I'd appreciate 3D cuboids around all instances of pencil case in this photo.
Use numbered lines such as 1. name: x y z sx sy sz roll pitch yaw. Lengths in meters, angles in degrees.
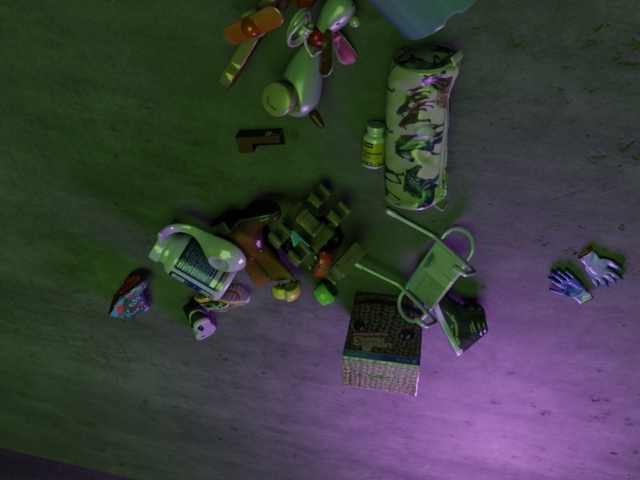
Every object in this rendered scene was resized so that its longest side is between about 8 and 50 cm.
1. pencil case: 0.252 -0.275 1.371 0.184 0.160 0.410 16 130 23

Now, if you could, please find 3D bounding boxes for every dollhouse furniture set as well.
1. dollhouse furniture set: 0.000 0.000 1.604 0.242 0.212 0.161 43 167 3

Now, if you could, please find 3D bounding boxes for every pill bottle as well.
1. pill bottle: 0.145 -0.256 1.475 0.065 0.065 0.116 7 127 8
2. pill bottle: -0.413 0.070 1.801 0.265 0.153 0.153 33 127 -12

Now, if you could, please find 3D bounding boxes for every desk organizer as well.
1. desk organizer: -0.168 -0.279 1.545 0.130 0.047 0.050 0 129 14

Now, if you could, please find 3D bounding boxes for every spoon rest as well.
1. spoon rest: -0.356 0.016 1.695 0.276 0.084 0.137 22 142 -3

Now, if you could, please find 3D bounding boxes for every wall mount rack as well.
1. wall mount rack: 0.278 0.078 1.638 0.304 0.130 0.350 44 117 28

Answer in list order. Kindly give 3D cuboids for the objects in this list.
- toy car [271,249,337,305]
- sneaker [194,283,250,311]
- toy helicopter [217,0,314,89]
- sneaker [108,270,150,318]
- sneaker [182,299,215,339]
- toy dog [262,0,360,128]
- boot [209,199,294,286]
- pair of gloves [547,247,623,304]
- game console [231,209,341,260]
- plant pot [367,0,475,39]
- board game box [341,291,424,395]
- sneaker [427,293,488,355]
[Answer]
1. toy car: -0.011 0.155 1.784 0.239 0.053 0.225 -36 136 12
2. sneaker: -0.337 0.210 1.939 0.215 0.084 0.083 -1 127 27
3. toy helicopter: -0.144 -0.481 1.266 0.140 0.235 0.355 34 127 -12
4. sneaker: -0.672 0.204 2.019 0.125 0.104 0.262 24 135 -28
5. sneaker: -0.449 0.283 2.030 0.121 0.079 0.217 57 160 18
6. toy dog: 0.001 -0.403 1.323 0.161 0.220 0.333 40 142 3
7. boot: -0.169 0.025 1.691 0.264 0.096 0.280 -20 120 26
8. pair of gloves: 0.777 0.110 1.628 0.159 0.023 0.198 38 125 -14
9. game console: -0.116 -0.015 1.735 0.361 0.044 0.213 -7 125 18
10. plant pot: 0.159 -0.599 1.066 0.341 0.341 0.334 -32 121 31
11. board game box: 0.203 0.321 1.754 0.232 0.291 0.141 5 127 9
12. sneaker: 0.425 0.205 1.747 0.147 0.104 0.295 -29 97 -3
